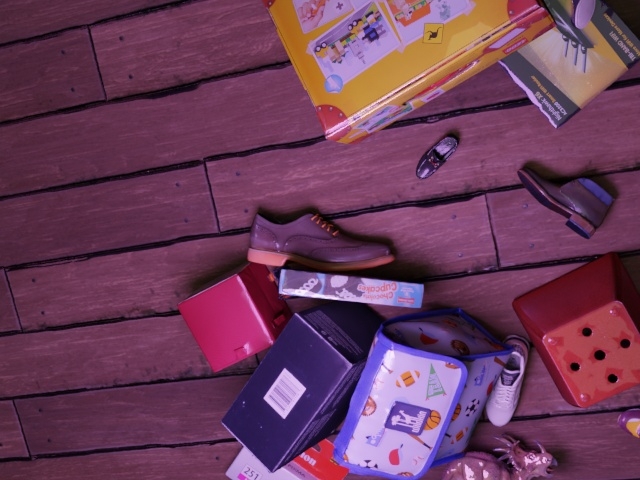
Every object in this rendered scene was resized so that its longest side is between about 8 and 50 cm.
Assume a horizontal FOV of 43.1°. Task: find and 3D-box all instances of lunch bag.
[{"bbox_3d":[0.217,0.345,1.822,0.239,0.385,0.328,34,111,40],"label":"lunch bag"}]

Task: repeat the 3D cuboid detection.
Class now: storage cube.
[{"bbox_3d":[-0.208,0.180,2.013,0.214,0.183,0.193,-26,96,19],"label":"storage cube"}]

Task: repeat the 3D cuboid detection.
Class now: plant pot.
[{"bbox_3d":[0.602,0.217,1.780,0.267,0.236,0.267,-29,93,15],"label":"plant pot"}]

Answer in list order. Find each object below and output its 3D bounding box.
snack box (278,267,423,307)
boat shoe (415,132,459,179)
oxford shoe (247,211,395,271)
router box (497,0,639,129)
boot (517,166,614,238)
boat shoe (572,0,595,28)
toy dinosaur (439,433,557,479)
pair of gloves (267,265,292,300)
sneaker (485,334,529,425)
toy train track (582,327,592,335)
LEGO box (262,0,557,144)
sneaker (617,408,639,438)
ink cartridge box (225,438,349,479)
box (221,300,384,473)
[{"bbox_3d":[0.063,0.108,1.882,0.321,0.187,0.060,6,89,-4],"label":"snack box"},{"bbox_3d":[0.267,-0.193,1.876,0.049,0.042,0.133,42,111,-2],"label":"boat shoe"},{"bbox_3d":[0.000,0.000,1.950,0.363,0.130,0.133,4,96,10],"label":"oxford shoe"},{"bbox_3d":[0.500,-0.434,1.734,0.243,0.081,0.309,-42,91,20],"label":"router box"},{"bbox_3d":[0.551,-0.113,1.822,0.219,0.082,0.106,43,88,5],"label":"boot"},{"bbox_3d":[0.531,-0.496,1.647,0.046,0.038,0.125,-8,112,-28],"label":"boat shoe"},{"bbox_3d":[0.401,0.558,1.967,0.295,0.127,0.201,4,104,-5],"label":"toy dinosaur"},{"bbox_3d":[-0.092,0.105,2.028,0.010,0.074,0.083,-21,98,49],"label":"pair of gloves"},{"bbox_3d":[0.441,0.346,1.943,0.090,0.095,0.235,10,108,10],"label":"sneaker"},{"bbox_3d":[0.621,0.196,1.901,0.048,0.014,0.083,-33,94,19],"label":"toy train track"},{"bbox_3d":[0.171,-0.486,1.688,0.500,0.193,0.373,-28,82,22],"label":"LEGO box"},{"bbox_3d":[0.789,0.452,1.887,0.185,0.084,0.070,18,108,9],"label":"sneaker"},{"bbox_3d":[-0.079,0.606,2.157,0.275,0.060,0.239,34,111,4],"label":"ink cartridge box"},{"bbox_3d":[-0.014,0.329,1.920,0.179,0.312,0.343,41,110,19],"label":"box"}]
